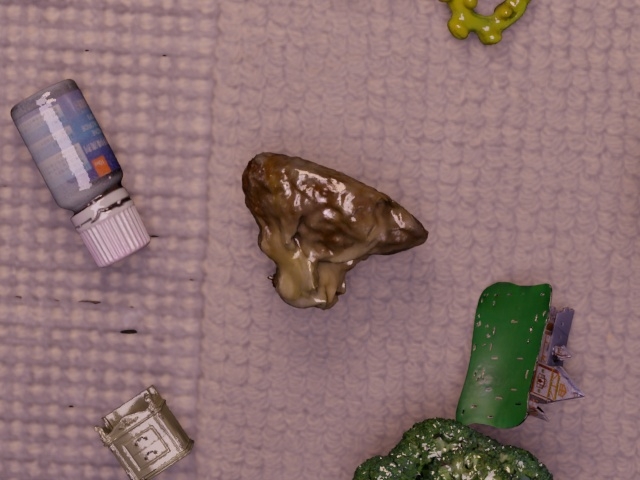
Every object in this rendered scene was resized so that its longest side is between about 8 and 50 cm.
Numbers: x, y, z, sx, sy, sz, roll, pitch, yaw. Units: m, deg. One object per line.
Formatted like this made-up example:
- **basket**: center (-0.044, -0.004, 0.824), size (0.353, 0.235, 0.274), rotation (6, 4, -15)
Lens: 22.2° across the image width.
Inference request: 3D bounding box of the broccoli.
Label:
- **broccoli**: center (0.138, 0.331, 1.729), size (0.270, 0.270, 0.270), rotation (12, 123, 19)

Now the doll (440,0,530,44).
- **doll**: center (0.133, -0.394, 1.737), size (0.341, 0.099, 0.346), rotation (-44, 96, 7)

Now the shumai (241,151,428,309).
- **shumai**: center (0.000, 0.000, 1.751), size (0.209, 0.161, 0.153), rotation (23, 93, -19)

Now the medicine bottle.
- **medicine bottle**: center (-0.261, -0.071, 1.786), size (0.083, 0.083, 0.203), rotation (-25, 95, 4)

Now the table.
- **table**: center (-0.197, 0.219, 1.823), size (0.079, 0.062, 0.083), rotation (-33, 94, 4)

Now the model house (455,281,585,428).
- **model house**: center (0.230, 0.136, 1.793), size (0.088, 0.117, 0.167), rotation (22, 72, -35)
